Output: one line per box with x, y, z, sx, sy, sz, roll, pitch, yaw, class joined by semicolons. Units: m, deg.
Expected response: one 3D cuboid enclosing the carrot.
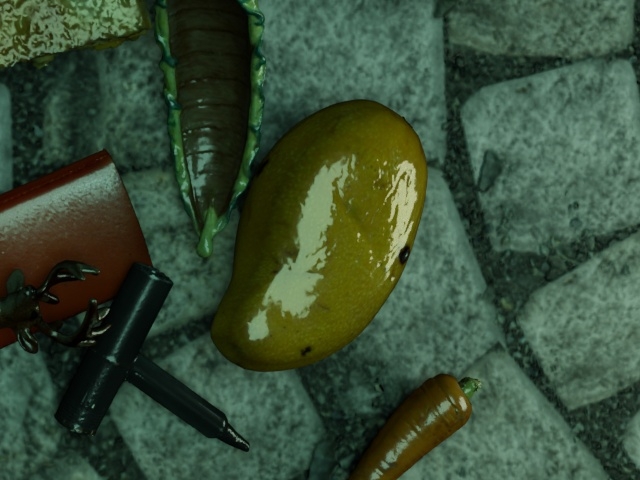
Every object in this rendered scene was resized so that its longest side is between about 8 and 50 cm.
0.063;0.225;1.833;0.256;0.061;0.061;-44;101;-1;carrot

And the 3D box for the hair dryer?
-0.136;0.133;1.769;0.195;0.050;0.173;24;98;-22;hair dryer

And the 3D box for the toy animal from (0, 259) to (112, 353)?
-0.341;0.108;1.671;0.260;0.087;0.243;3;131;-34;toy animal

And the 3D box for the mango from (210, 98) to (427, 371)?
-0.002;-0.002;1.774;0.177;0.120;0.295;32;85;-21;mango

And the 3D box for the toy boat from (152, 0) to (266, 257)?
-0.104;-0.133;1.740;0.108;0.099;0.293;6;118;9;toy boat

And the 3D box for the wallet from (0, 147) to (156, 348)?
-0.272;0.014;1.734;0.204;0.045;0.142;-24;109;-14;wallet

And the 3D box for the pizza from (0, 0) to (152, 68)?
-0.310;-0.289;1.702;0.258;0.087;0.268;-12;93;-10;pizza
